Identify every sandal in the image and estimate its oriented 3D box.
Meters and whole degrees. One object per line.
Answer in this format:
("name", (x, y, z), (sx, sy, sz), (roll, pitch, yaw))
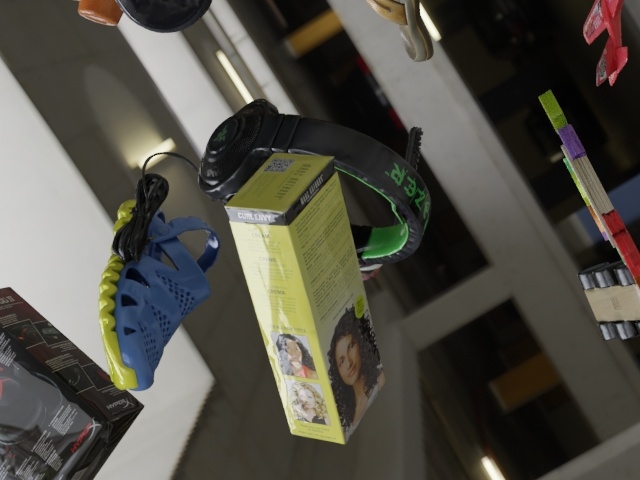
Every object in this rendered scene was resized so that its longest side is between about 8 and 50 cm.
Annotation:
("sandal", (-0.206, 0.060, 1.616), (0.317, 0.138, 0.126), (-88, -2, -47))
("sandal", (0.062, -0.229, 1.169), (0.180, 0.049, 0.072), (66, -177, -49))

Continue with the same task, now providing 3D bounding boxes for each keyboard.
("keyboard", (0.152, -0.105, 2.159), (0.108, 0.023, 0.180), (-40, -40, -81))

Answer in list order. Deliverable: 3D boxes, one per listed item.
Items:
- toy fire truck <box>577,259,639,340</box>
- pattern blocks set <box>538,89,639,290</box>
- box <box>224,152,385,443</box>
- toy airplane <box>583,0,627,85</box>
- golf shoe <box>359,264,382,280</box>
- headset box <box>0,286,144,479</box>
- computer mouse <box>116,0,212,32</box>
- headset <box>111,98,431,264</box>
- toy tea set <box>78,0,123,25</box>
("toy fire truck", (0.566, 0.075, 1.979), (0.217, 0.246, 0.158), (156, 92, -77))
("pattern blocks set", (0.333, -0.050, 1.522), (0.285, 0.026, 0.325), (67, -168, 19))
("box", (-0.007, 0.049, 1.024), (0.087, 0.058, 0.232), (-52, -43, -44))
("toy airplane", (0.309, -0.231, 1.336), (0.151, 0.028, 0.151), (-174, 90, -89))
("golf shoe", (0.000, 0.000, 1.708), (0.086, 0.186, 0.067), (115, 160, -59))
("headset box", (-0.420, 0.219, 1.701), (0.293, 0.218, 0.110), (38, -165, 12))
("computer mouse", (-0.145, -0.353, 1.341), (0.188, 0.272, 0.072), (17, -149, -5))
("headset", (-0.066, -0.038, 1.502), (0.243, 0.394, 0.185), (54, -129, -47))
("toy tea set", (-0.370, -0.398, 1.686), (0.200, 0.124, 0.336), (15, 177, 14))
